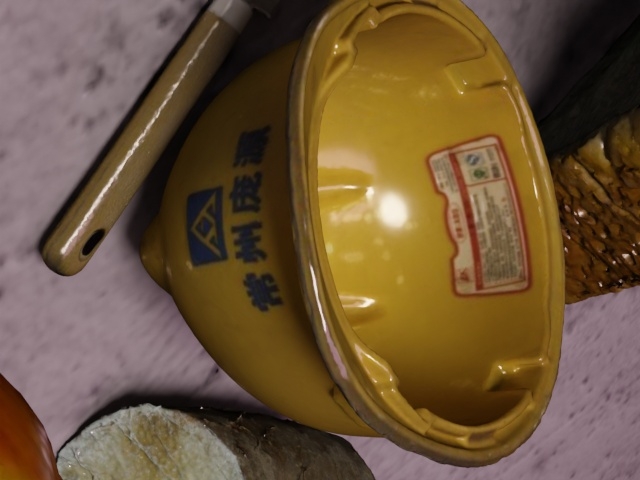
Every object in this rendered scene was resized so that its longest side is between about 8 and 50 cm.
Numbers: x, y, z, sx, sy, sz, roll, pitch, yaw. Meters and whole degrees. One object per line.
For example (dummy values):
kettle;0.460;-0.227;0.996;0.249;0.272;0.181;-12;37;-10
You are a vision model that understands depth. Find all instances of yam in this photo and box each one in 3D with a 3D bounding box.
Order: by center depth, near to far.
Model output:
yam;-0.040;0.132;0.865;0.183;0.107;0.107;14;107;-58

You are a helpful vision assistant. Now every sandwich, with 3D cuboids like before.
sandwich;0.232;-0.101;0.877;0.271;0.099;0.301;-51;-172;-16

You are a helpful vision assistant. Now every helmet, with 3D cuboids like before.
helmet;0.000;0.000;0.756;0.257;0.140;0.205;2;80;-59

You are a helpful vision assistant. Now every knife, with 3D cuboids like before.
knife;-0.024;-0.107;0.749;0.298;0.017;0.047;-56;153;-2

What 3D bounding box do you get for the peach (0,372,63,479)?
peach;-0.213;0.159;0.504;0.332;0.308;0.307;-24;138;-17
